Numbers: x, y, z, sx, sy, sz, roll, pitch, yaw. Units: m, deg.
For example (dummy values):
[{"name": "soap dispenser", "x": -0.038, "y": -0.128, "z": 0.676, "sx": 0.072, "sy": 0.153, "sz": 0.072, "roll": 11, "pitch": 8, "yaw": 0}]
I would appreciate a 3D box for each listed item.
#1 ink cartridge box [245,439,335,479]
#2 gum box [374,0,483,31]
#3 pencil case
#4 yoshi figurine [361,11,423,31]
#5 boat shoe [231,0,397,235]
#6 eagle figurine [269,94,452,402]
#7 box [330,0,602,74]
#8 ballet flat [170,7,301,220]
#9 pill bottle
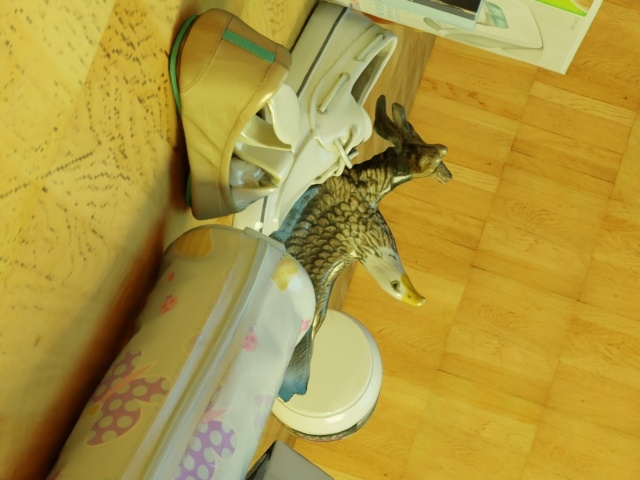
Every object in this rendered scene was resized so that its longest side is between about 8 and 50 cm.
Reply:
[{"name": "ink cartridge box", "x": -0.078, "y": 0.269, "z": 0.733, "sx": 0.165, "sy": 0.065, "sz": 0.332, "roll": -50, "pitch": -172, "yaw": 21}, {"name": "gum box", "x": 0.044, "y": -0.233, "z": 0.705, "sx": 0.041, "sy": 0.157, "sz": 0.184, "roll": 59, "pitch": 49, "yaw": -83}, {"name": "pencil case", "x": -0.091, "y": 0.113, "z": 0.745, "sx": 0.124, "sy": 0.113, "sz": 0.273, "roll": 99, "pitch": 10, "yaw": -45}, {"name": "yoshi figurine", "x": 0.122, "y": -0.376, "z": 1.201, "sx": 0.203, "sy": 0.203, "sz": 0.362, "roll": -21, "pitch": 163, "yaw": -27}, {"name": "boat shoe", "x": 0.000, "y": -0.099, "z": 1.058, "sx": 0.096, "sy": 0.088, "sz": 0.267, "roll": 102, "pitch": 8, "yaw": -49}, {"name": "eagle figurine", "x": 0.006, "y": 0.007, "z": 1.212, "sx": 0.298, "sy": 0.225, "sz": 0.226, "roll": -43, "pitch": 130, "yaw": 2}, {"name": "box", "x": 0.113, "y": -0.246, "z": 0.949, "sx": 0.262, "sy": 0.231, "sz": 0.126, "roll": 42, "pitch": 66, "yaw": -84}, {"name": "ballet flat", "x": -0.050, "y": -0.061, "z": 0.779, "sx": 0.232, "sy": 0.073, "sz": 0.080, "roll": 93, "pitch": 17, "yaw": -71}, {"name": "pill bottle", "x": 0.000, "y": 0.174, "z": 1.583, "sx": 0.278, "sy": 0.162, "sz": 0.162, "roll": 81, "pitch": 28, "yaw": -77}]
